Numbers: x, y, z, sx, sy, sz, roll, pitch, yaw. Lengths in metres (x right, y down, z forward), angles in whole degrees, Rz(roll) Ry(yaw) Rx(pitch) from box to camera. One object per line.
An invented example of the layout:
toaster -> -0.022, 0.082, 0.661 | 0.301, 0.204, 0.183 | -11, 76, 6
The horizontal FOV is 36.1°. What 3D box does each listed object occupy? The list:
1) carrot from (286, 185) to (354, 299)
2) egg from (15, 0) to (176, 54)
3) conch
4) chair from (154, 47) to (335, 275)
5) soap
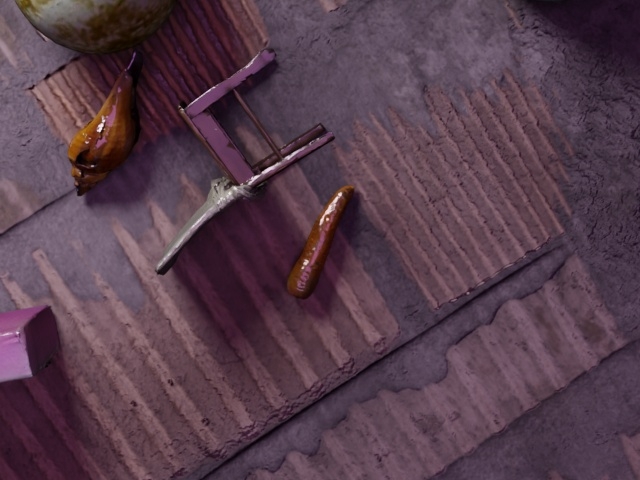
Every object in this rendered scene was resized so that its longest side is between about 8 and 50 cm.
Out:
carrot -> 0.000, 0.000, 1.492 | 0.047, 0.047, 0.191 | 23, 90, -5
egg -> -0.310, -0.397, 1.332 | 0.238, 0.238, 0.290 | -11, 78, -1
conch -> -0.303, -0.162, 1.433 | 0.080, 0.086, 0.233 | 37, 96, -7
chair -> -0.155, -0.117, 1.414 | 0.319, 0.160, 0.186 | -36, 103, 1
soap -> -0.527, 0.165, 1.419 | 0.259, 0.181, 0.081 | -10, 97, 0
